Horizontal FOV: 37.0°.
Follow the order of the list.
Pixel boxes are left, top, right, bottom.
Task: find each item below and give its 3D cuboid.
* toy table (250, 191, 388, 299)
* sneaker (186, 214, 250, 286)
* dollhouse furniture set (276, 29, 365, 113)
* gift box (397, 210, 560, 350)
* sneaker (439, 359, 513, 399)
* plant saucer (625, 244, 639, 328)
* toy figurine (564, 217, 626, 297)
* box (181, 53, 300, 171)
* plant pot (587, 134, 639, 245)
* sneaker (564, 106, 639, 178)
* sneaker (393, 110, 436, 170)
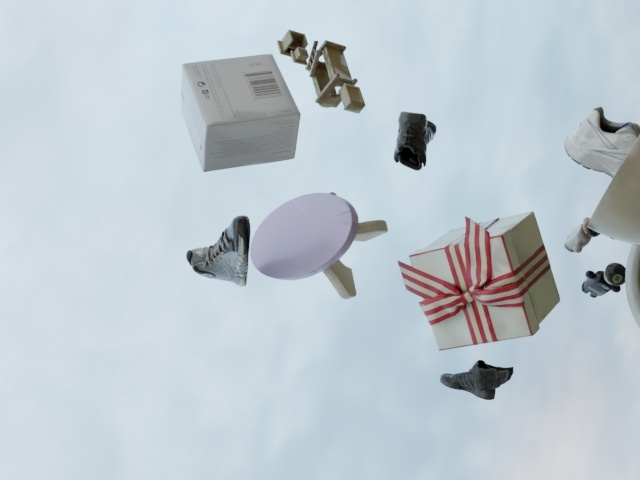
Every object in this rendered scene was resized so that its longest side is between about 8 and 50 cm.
[{"bbox_3d":[0.000,0.000,2.109,0.161,0.274,0.252,15,-110,-52],"label":"toy table"},{"bbox_3d":[-0.214,0.025,1.986,0.229,0.132,0.086,99,174,-55],"label":"sneaker"},{"bbox_3d":[-0.014,-0.345,2.087,0.160,0.101,0.182,9,-130,-33],"label":"dollhouse furniture set"},{"bbox_3d":[0.340,0.074,2.071,0.258,0.255,0.276,-30,-81,-57],"label":"gift box"},{"bbox_3d":[0.362,0.314,2.233,0.051,0.170,0.089,-13,-65,-54],"label":"sneaker"},{"bbox_3d":[0.775,0.061,1.776,0.100,0.400,0.401,31,-109,-42],"label":"plant saucer"},{"bbox_3d":[0.748,0.025,2.425,0.213,0.148,0.210,-12,-107,-20],"label":"toy figurine"},{"bbox_3d":[-0.152,-0.238,1.773,0.181,0.181,0.119,-10,-39,-18],"label":"box"},{"bbox_3d":[0.595,-0.094,1.565,0.284,0.191,0.284,-51,-17,-21],"label":"plant pot"},{"bbox_3d":[0.683,-0.180,2.090,0.111,0.297,0.129,-43,-20,-47],"label":"sneaker"},{"bbox_3d":[0.224,-0.233,2.297,0.227,0.087,0.130,-6,-73,-78],"label":"sneaker"}]
